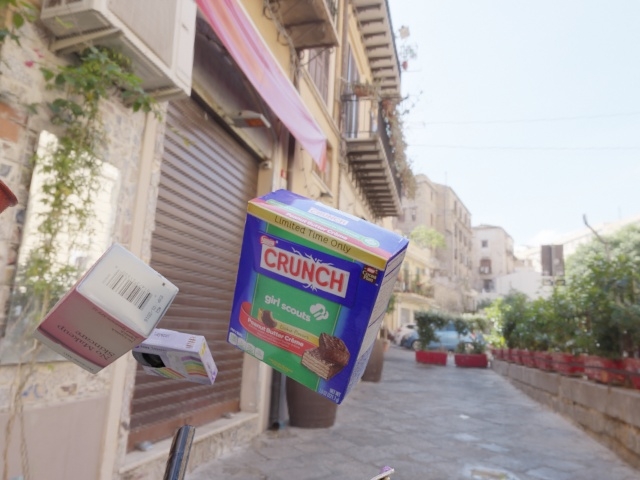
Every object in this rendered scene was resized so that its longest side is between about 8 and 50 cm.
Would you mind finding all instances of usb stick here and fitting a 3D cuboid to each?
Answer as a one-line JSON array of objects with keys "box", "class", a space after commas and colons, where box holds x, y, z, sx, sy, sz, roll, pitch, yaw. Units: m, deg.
[{"box": [-0.325, 0.540, 1.020, 0.045, 0.278, 0.077, 27, -58, -19], "class": "usb stick"}]

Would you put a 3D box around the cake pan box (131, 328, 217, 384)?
[{"box": [-0.505, 0.394, 1.595, 0.266, 0.070, 0.246, 8, -43, 7], "class": "cake pan box"}]

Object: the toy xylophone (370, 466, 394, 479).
[{"box": [0.146, 0.672, 1.012, 0.081, 0.323, 0.236, -5, -24, -2], "class": "toy xylophone"}]

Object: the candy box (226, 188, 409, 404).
[{"box": [-0.017, 0.100, 0.866, 0.268, 0.317, 0.122, 23, 26, 19], "class": "candy box"}]

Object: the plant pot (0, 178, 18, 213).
[{"box": [-0.875, -0.070, 1.006, 0.272, 0.265, 0.272, 21, -29, 13], "class": "plant pot"}]

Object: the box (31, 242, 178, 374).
[{"box": [-0.408, 0.135, 0.881, 0.148, 0.127, 0.232, 42, -52, -19], "class": "box"}]
